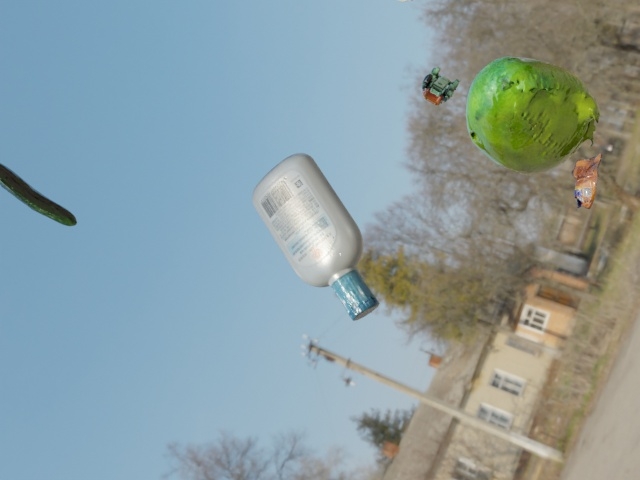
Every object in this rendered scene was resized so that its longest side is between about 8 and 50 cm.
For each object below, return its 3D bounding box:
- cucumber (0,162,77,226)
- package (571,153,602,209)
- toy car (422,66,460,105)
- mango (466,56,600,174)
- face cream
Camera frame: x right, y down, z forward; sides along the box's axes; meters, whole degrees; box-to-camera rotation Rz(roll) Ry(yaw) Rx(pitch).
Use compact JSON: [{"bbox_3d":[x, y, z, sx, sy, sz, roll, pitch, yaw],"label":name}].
[{"bbox_3d":[-0.493,-0.078,1.194,0.033,0.184,0.036,-28,29,57],"label":"cucumber"},{"bbox_3d":[0.523,-0.114,1.397,0.077,0.033,0.111,116,159,-86],"label":"package"},{"bbox_3d":[0.267,-0.346,1.588,0.054,0.073,0.143,-62,-4,27],"label":"toy car"},{"bbox_3d":[0.209,-0.132,0.722,0.119,0.100,0.178,-44,-36,19],"label":"mango"},{"bbox_3d":[0.000,0.000,1.369,0.163,0.337,0.080,-41,-18,25],"label":"face cream"}]
